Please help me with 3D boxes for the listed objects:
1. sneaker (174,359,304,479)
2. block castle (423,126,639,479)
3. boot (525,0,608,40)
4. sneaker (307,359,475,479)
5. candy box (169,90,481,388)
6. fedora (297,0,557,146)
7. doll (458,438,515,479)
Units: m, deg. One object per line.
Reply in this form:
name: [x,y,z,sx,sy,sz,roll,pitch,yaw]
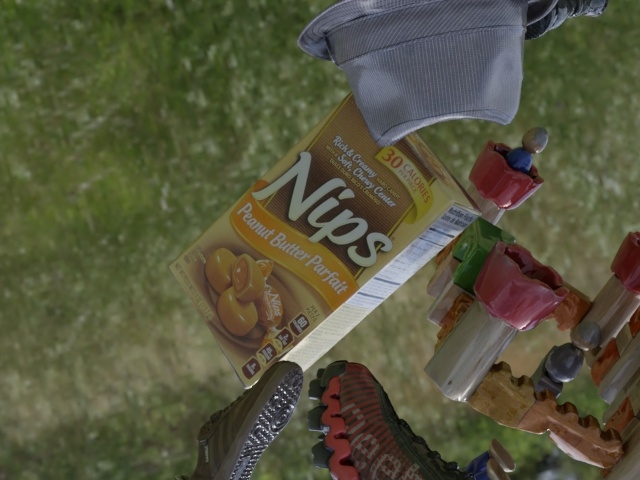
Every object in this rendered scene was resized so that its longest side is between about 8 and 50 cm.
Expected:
sneaker: [-0.089,0.190,1.366,0.188,0.071,0.066,-60,151,8]
block castle: [0.288,0.058,1.502,0.213,0.303,0.453,-56,-174,19]
boot: [0.191,-0.311,1.505,0.161,0.246,0.083,-29,156,-52]
sneaker: [0.075,0.202,1.043,0.135,0.276,0.097,-21,143,3]
candy box: [0.000,0.000,1.518,0.316,0.183,0.087,-43,156,17]
fedora: [0.106,-0.158,1.263,0.244,0.124,0.275,-10,180,-4]
doll: [0.118,0.285,1.451,0.189,0.046,0.129,-36,-167,25]
